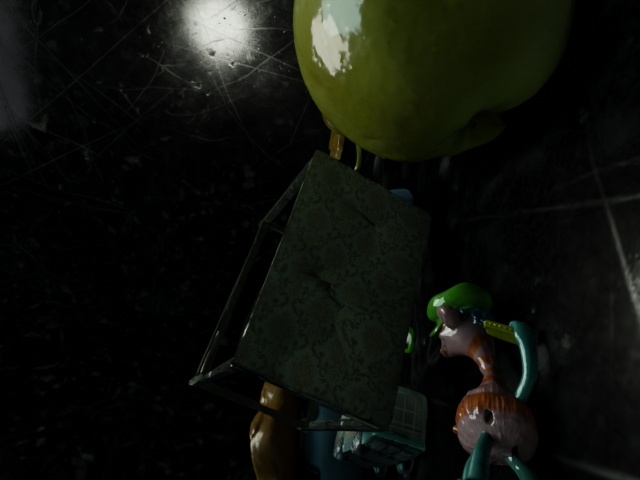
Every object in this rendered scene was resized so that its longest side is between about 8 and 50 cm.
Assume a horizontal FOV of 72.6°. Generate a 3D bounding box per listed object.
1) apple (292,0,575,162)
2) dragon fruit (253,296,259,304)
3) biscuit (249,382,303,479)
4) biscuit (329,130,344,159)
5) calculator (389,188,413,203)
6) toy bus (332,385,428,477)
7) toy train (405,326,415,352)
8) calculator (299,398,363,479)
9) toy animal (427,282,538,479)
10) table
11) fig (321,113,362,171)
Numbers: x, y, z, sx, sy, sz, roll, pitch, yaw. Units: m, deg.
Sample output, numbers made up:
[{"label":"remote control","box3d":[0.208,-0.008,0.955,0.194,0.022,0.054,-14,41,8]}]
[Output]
[{"label":"apple","box3d":[0.096,-0.224,0.477,0.258,0.233,0.295,68,153,14]},{"label":"dragon fruit","box3d":[-0.078,0.247,1.309,0.342,0.277,0.277,-160,78,-73]},{"label":"biscuit","box3d":[-0.035,0.403,0.882,0.381,0.074,0.359,-94,-18,-50]},{"label":"biscuit","box3d":[0.072,-0.415,1.801,0.225,0.036,0.166,-107,26,-67]},{"label":"calculator","box3d":[0.101,-0.037,0.843,0.210,0.121,0.039,112,138,-63]},{"label":"toy bus","box3d":[0.086,0.304,0.687,0.262,0.091,0.109,113,174,-58]},{"label":"toy train","box3d":[0.115,0.154,0.786,0.209,0.042,0.044,-156,74,-83]},{"label":"calculator","box3d":[0.022,0.393,0.833,0.051,0.173,0.293,-27,38,25]},{"label":"toy animal","box3d":[0.153,0.129,0.392,0.103,0.100,0.208,-46,20,37]},{"label":"table","box3d":[-0.016,0.097,0.697,0.272,0.222,0.335,-40,26,55]},{"label":"fig","box3d":[0.093,-0.328,1.302,0.149,0.149,0.245,-162,56,-82]}]
